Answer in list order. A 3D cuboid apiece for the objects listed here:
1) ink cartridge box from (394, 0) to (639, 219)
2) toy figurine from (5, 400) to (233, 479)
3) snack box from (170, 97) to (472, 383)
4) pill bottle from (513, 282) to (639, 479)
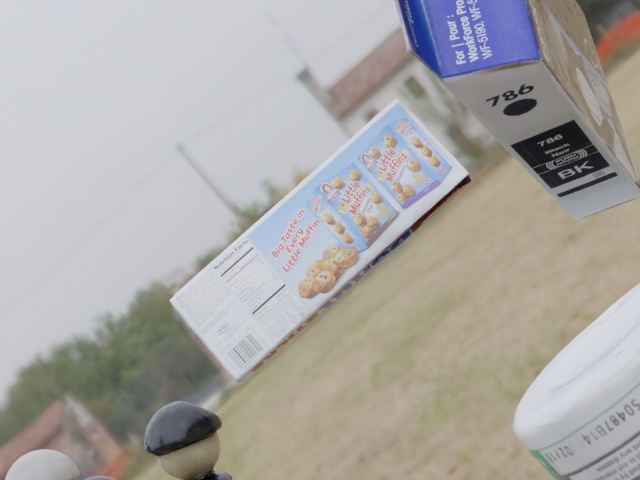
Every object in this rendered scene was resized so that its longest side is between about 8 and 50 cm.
[{"bbox_3d":[0.127,-0.139,0.957,0.065,0.165,0.332,-21,-23,20],"label":"ink cartridge box"},{"bbox_3d":[-0.164,0.219,1.029,0.213,0.148,0.209,-18,3,25],"label":"toy figurine"},{"bbox_3d":[0.000,0.000,0.835,0.178,0.064,0.022,-42,-16,1],"label":"snack box"},{"bbox_3d":[0.336,0.205,1.095,0.204,0.361,0.204,-43,-1,-1],"label":"pill bottle"}]
